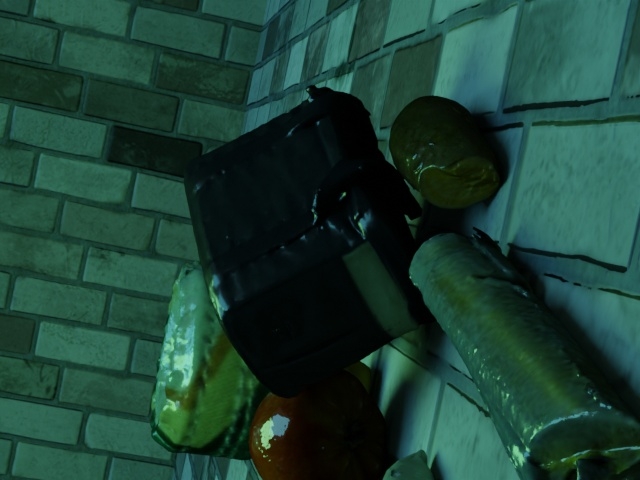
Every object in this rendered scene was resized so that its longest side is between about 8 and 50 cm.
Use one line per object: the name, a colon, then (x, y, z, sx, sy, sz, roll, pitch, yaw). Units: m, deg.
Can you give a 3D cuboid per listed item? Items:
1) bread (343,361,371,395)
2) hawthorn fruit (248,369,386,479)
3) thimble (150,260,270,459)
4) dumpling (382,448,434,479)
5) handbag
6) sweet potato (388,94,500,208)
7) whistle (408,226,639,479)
bread: (-0.006, 0.225, 1.223, 0.074, 0.092, 0.239, 17, -99, -61)
hawthorn fruit: (-0.010, 0.171, 1.125, 0.125, 0.140, 0.125, -39, -39, -41)
thimble: (-0.146, 0.170, 1.851, 0.254, 0.167, 0.288, 126, 153, -65)
dumpling: (0.066, 0.198, 0.957, 0.077, 0.043, 0.059, -102, 3, -59)
handbag: (0.000, 0.000, 1.096, 0.181, 0.181, 0.254, 56, -170, -36)
sweet potato: (0.087, -0.083, 1.046, 0.244, 0.077, 0.077, -116, 38, -70)
whistle: (0.115, 0.066, 0.754, 0.068, 0.057, 0.326, -34, 19, 5)
